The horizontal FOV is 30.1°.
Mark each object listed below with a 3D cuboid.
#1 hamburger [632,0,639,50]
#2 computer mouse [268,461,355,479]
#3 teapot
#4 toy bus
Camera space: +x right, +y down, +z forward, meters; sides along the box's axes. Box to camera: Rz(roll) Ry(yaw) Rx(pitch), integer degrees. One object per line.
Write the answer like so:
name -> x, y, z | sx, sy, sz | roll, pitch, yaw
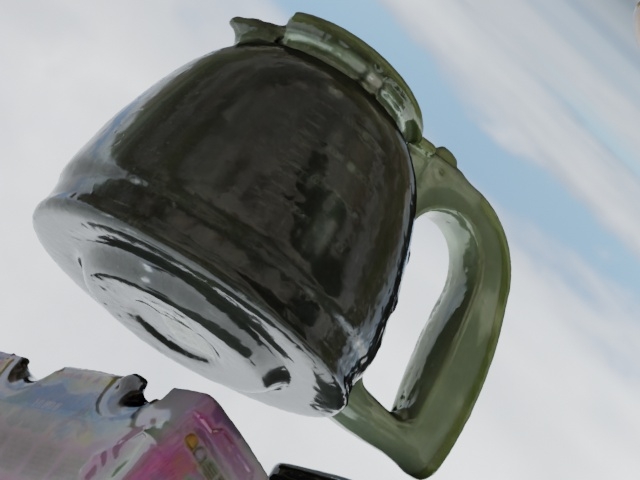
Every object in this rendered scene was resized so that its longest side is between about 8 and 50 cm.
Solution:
hamburger -> 0.236, -0.096, 0.607 | 0.162, 0.115, 0.162 | 40, -163, -15
computer mouse -> 0.067, 0.255, 0.861 | 0.269, 0.170, 0.100 | 26, -132, 23
teapot -> -0.001, -0.010, 0.809 | 0.321, 0.239, 0.239 | 31, 160, 5
toy bus -> -0.160, 0.143, 0.784 | 0.274, 0.112, 0.090 | 2, 130, 49
